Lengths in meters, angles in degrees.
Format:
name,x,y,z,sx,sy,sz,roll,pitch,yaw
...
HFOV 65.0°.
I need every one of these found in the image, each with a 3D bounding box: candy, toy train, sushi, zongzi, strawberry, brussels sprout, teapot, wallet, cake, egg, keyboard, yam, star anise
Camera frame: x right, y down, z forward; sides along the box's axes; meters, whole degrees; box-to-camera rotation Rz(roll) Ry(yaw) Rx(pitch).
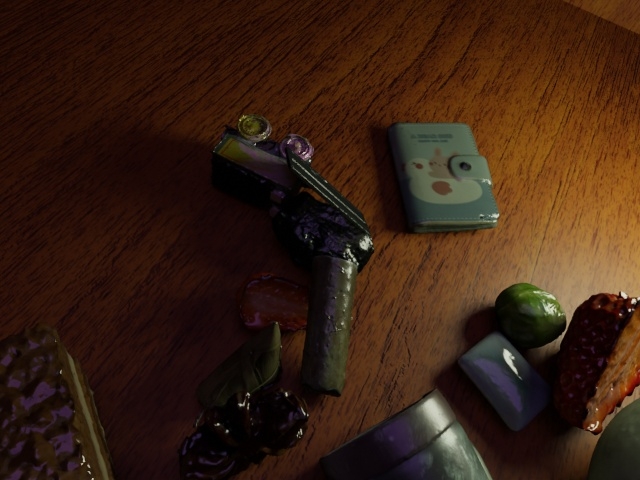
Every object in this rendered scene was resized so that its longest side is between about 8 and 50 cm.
name,x,y,z,sx,sy,sz,roll,pitch,yaw
candy,0.377,0.279,1.020,0.138,0.071,0.174,-26,66,-31
toy train,-0.134,-0.179,1.182,0.261,0.134,0.177,27,56,6
sushi,0.000,0.000,1.090,0.225,0.124,0.127,38,63,12
zongzi,-0.154,0.224,0.876,0.189,0.178,0.081,-24,57,-25
strawberry,0.561,0.240,1.030,0.150,0.253,0.280,24,86,48
brussels sprout,0.454,0.163,1.089,0.155,0.117,0.155,1,52,-1
teapot,0.194,0.426,0.816,0.315,0.233,0.312,-7,61,-49
wallet,0.319,-0.173,1.313,0.253,0.083,0.360,-1,57,-7
cake,-0.433,0.312,0.689,0.256,0.290,0.282,-18,61,-24
egg,0.612,0.418,0.866,0.352,0.258,0.258,-35,70,-29
strawberry,-0.082,0.135,1.022,0.188,0.082,0.121,19,85,-15
keyboard,-0.012,-0.136,1.095,0.041,0.381,0.103,-33,37,15
yam,0.015,0.164,0.958,0.093,0.093,0.259,8,78,-7
star anise,-0.125,0.305,0.817,0.220,0.190,0.125,-12,64,-21
